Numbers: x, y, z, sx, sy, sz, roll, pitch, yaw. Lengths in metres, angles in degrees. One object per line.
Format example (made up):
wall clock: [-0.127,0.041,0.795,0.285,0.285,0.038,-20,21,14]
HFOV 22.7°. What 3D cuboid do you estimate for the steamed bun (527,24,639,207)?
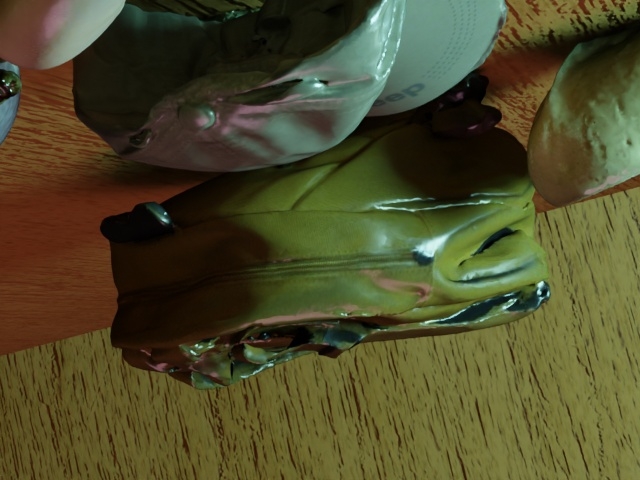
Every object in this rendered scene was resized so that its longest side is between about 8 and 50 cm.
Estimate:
steamed bun: [0.243,-0.113,1.227,0.212,0.110,0.231,-30,-178,-38]

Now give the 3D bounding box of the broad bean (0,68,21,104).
broad bean: [-0.244,-0.071,0.607,0.256,0.052,0.053,10,156,-23]

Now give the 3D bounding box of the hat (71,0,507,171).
hat: [-0.002,-0.079,0.857,0.214,0.149,0.244,-17,149,30]

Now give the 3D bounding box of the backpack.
backpack: [0.003,0.006,1.351,0.378,0.201,0.353,-10,174,-43]

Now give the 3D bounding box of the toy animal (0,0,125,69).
toy animal: [-0.102,-0.127,0.623,0.091,0.082,0.114,-47,179,-33]

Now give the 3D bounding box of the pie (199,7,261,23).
pie: [-0.049,-0.121,0.961,0.084,0.020,0.084,-13,174,-1]

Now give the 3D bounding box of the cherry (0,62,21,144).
cherry: [-0.176,-0.069,0.736,0.188,0.115,0.148,-19,135,-26]
